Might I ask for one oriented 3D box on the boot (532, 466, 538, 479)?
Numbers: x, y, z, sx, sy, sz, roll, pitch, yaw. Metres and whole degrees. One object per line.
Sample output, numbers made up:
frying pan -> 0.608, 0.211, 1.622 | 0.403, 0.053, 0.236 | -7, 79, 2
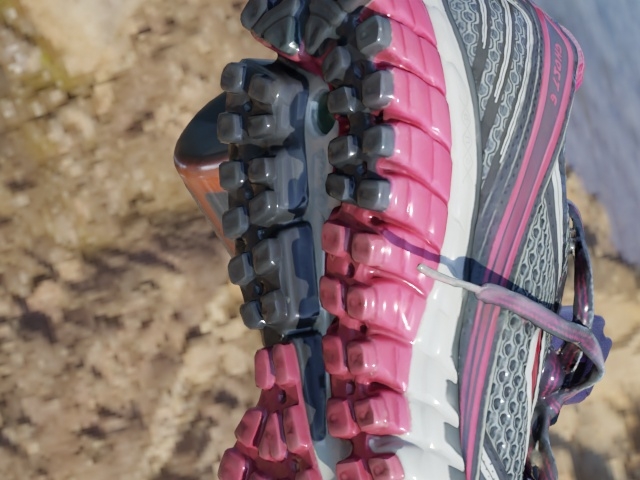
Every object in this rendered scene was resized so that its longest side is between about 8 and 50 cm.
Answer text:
boot -> 0.054, 0.169, 1.111 | 0.094, 0.207, 0.246 | 116, -47, -83

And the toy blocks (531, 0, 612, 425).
toy blocks -> 0.134, -0.048, 1.321 | 0.260, 0.309, 0.289 | -33, 116, -27

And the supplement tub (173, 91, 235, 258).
supplement tub -> 0.000, 0.000, 0.945 | 0.198, 0.106, 0.106 | 60, 25, -28

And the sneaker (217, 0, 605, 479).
sneaker -> 0.039, 0.059, 0.507 | 0.112, 0.121, 0.299 | 2, 92, -35
